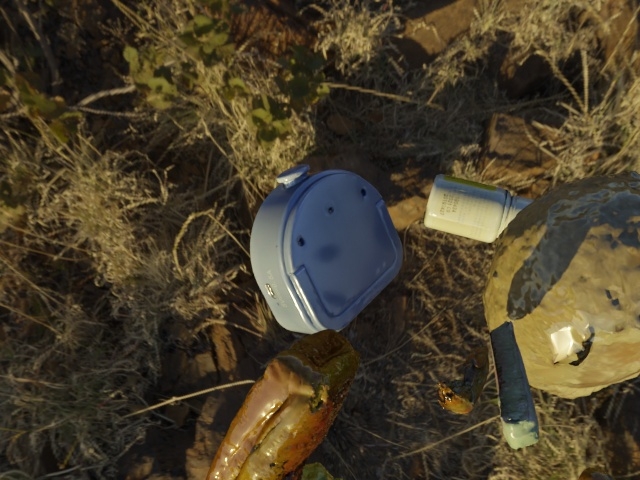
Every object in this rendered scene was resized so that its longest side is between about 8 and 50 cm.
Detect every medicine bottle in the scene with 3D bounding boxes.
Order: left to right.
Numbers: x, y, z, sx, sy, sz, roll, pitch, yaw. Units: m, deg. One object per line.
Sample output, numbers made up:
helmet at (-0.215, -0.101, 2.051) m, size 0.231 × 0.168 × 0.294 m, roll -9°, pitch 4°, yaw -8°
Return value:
medicine bottle at (0.399, -0.072, 1.489) m, size 0.257 × 0.143 × 0.144 m, roll 16°, pitch 73°, yaw 13°

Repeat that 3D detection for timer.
timer at (0.000, 0.000, 1.409) m, size 0.394 × 0.173 × 0.396 m, roll 2°, pitch 87°, yaw -41°

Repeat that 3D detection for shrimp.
shrimp at (0.290, 0.283, 1.184) m, size 0.068 × 0.248 × 0.150 m, roll 18°, pitch 95°, yaw 29°

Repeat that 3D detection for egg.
egg at (0.349, 0.054, 0.775) m, size 0.279 × 0.279 × 0.310 m, roll 48°, pitch 117°, yaw 14°

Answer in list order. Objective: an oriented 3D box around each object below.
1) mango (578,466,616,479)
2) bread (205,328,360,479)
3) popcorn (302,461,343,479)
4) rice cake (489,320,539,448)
mango at (0.637, 0.603, 1.279) m, size 0.109 × 0.147 × 0.228 m, roll -9°, pitch 74°, yaw -37°
bread at (-0.046, 0.217, 0.589) m, size 0.077 × 0.139 × 0.271 m, roll 32°, pitch 106°, yaw 21°
popcorn at (-0.048, 0.420, 0.864) m, size 0.235 × 0.181 × 0.217 m, roll -40°, pitch 102°, yaw 14°
rice cake at (0.197, 0.140, 0.616) m, size 0.033 × 0.208 × 0.033 m, roll -14°, pitch 105°, yaw 16°
